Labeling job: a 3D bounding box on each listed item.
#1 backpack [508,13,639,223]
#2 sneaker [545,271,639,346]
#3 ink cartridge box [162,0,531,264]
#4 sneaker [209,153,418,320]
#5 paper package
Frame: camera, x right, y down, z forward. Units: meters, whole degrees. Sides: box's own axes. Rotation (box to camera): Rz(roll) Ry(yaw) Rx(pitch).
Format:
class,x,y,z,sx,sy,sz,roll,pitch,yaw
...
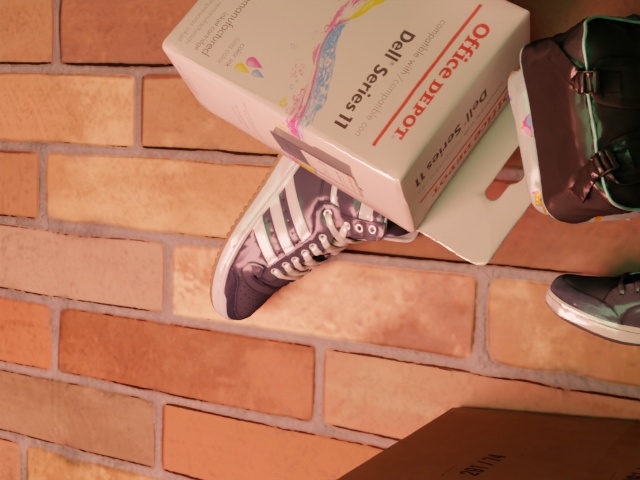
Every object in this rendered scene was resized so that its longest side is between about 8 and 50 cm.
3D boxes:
class,x,y,z,sx,sy,sz,roll,pitch,yaw
backpack,0.261,-0.101,0.838,0.144,0.188,0.166,-17,85,66
sneaker,0.319,0.016,0.861,0.226,0.086,0.163,12,112,18
ink cartridge box,0.056,-0.154,0.933,0.353,0.119,0.207,32,77,22
sneaker,0.000,0.000,1.041,0.153,0.099,0.282,39,109,22
paper package,0.185,0.267,0.835,0.309,0.325,0.168,0,95,30
